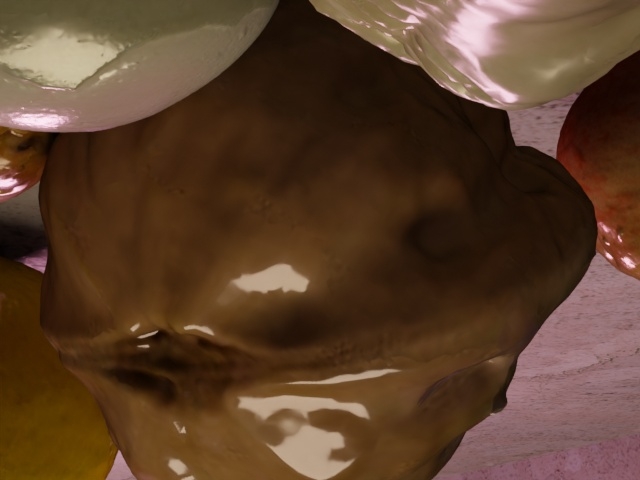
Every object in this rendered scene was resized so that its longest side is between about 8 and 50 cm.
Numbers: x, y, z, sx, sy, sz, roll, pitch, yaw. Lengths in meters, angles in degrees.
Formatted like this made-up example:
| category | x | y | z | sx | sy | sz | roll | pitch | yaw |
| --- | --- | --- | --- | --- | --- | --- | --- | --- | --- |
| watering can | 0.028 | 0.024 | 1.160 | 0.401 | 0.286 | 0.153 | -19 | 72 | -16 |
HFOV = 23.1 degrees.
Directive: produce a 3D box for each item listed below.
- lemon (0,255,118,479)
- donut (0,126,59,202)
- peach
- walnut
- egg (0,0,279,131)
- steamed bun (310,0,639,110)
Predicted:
| category | x | y | z | sx | sy | sz | roll | pitch | yaw |
| --- | --- | --- | --- | --- | --- | --- | --- | --- | --- |
| lemon | -0.365 | 0.167 | 1.543 | 0.348 | 0.348 | 0.348 | -4 | 162 | -1 |
| donut | -0.330 | -0.100 | 0.997 | 0.299 | 0.150 | 0.317 | -14 | 161 | 28 |
| peach | 0.278 | -0.044 | 1.210 | 0.232 | 0.232 | 0.232 | -4 | 162 | -1 |
| walnut | -0.007 | -0.002 | 1.036 | 0.383 | 0.384 | 0.383 | -4 | 162 | -1 |
| egg | -0.125 | -0.147 | 0.837 | 0.217 | 0.183 | 0.183 | 2 | 162 | 3 |
| steamed bun | 0.021 | -0.231 | 0.542 | 0.346 | 0.237 | 0.394 | 43 | 170 | -32 |
